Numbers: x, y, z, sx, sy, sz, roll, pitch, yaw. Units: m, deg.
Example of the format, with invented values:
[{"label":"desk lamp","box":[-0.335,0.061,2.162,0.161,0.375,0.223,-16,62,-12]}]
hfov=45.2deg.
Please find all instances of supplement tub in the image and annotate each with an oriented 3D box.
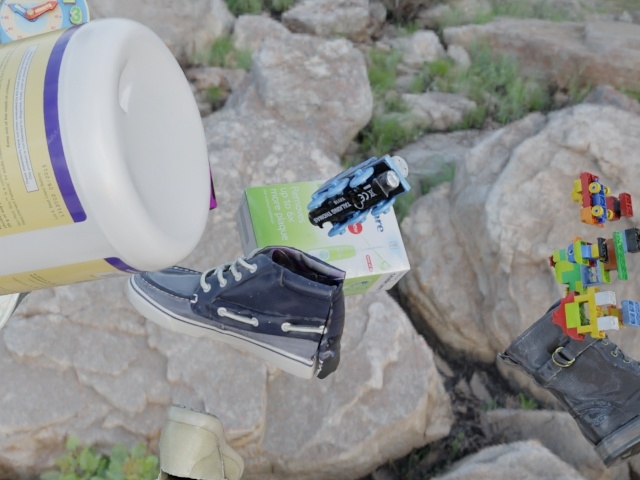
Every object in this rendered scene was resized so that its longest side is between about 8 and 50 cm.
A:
[{"label":"supplement tub","box":[-0.301,-0.068,0.760,0.331,0.241,0.241,-9,38,14]}]

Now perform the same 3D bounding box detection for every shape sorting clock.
[{"label":"shape sorting clock","box":[-0.532,-0.411,1.415,0.206,0.040,0.206,2,77,-9]}]

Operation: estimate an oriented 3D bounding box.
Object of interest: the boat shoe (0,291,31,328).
[{"label":"boat shoe","box":[-0.522,0.016,1.353,0.116,0.319,0.099,32,0,-12]}]

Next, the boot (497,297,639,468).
[{"label":"boot","box":[0.409,0.161,1.065,0.263,0.091,0.229,-30,55,-7]}]

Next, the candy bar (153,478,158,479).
[{"label":"candy bar","box":[-0.311,0.437,1.321,0.161,0.018,0.040,-17,37,-19]}]

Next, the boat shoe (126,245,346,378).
[{"label":"boat shoe","box":[-0.117,0.063,1.103,0.340,0.158,0.127,18,28,11]}]

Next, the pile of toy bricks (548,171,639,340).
[{"label":"pile of toy bricks","box":[0.348,0.028,1.012,0.118,0.105,0.212,13,70,-40]}]

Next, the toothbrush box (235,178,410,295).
[{"label":"toothbrush box","box":[0.000,0.000,1.471,0.283,0.122,0.206,-6,69,-20]}]

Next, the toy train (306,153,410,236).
[{"label":"toy train","box":[0.057,-0.074,1.165,0.184,0.080,0.105,-26,17,44]}]

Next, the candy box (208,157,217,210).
[{"label":"candy box","box":[-0.318,-0.103,1.434,0.233,0.159,0.071,-25,30,-35]}]

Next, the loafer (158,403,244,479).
[{"label":"loafer","box":[-0.172,0.308,1.048,0.101,0.269,0.092,13,59,14]}]
